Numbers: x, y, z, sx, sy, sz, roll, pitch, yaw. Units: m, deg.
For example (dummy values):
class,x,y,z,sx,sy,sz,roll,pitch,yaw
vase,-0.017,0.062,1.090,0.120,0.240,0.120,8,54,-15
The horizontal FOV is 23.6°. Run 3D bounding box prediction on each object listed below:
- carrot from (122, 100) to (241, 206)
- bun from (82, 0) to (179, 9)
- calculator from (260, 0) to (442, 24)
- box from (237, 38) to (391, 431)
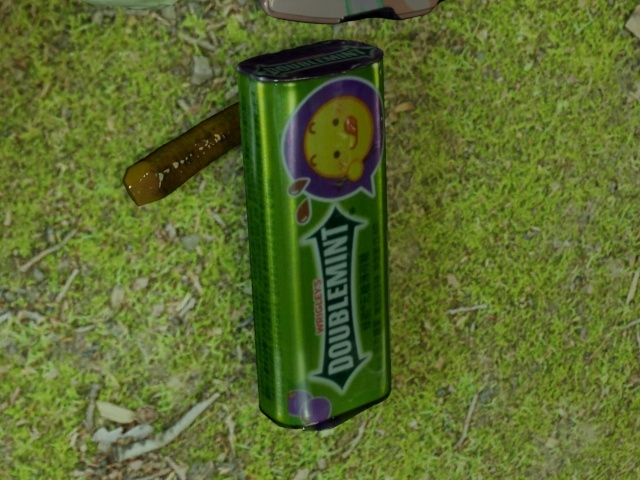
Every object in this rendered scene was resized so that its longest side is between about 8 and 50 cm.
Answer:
class,x,y,z,sx,sy,sz,roll,pitch,yaw
carrot,-0.101,-0.087,1.380,0.170,0.042,0.042,-33,117,-17
bun,-0.123,-0.353,1.176,0.349,0.227,0.352,3,98,-22
calculator,0.079,-0.314,1.401,0.329,0.048,0.220,-14,110,-25
box,0.000,0.000,1.399,0.134,0.097,0.346,-17,118,-32
